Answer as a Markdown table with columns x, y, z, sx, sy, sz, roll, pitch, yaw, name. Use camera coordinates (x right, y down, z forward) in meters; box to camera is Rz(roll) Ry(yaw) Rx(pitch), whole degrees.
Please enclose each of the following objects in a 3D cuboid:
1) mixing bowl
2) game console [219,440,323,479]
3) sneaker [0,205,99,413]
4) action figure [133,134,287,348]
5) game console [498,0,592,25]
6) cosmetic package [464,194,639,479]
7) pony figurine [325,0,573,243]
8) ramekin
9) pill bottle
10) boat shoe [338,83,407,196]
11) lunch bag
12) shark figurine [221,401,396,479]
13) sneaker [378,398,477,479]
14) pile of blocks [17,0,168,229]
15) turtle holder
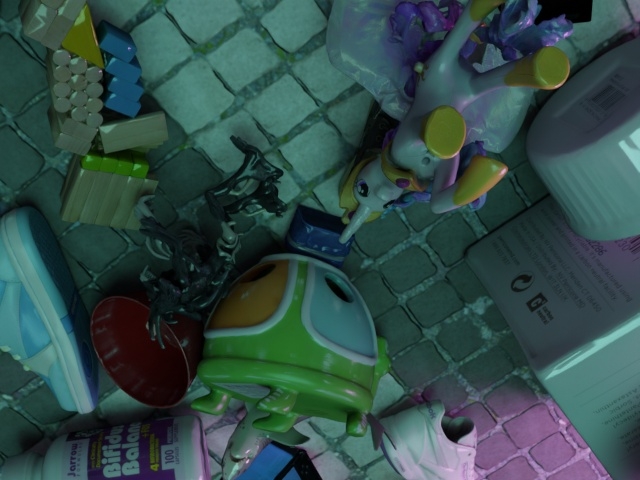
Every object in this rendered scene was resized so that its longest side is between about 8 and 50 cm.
| x | y | z | sx | sy | sz | roll | pitch | yaw | name |
| --- | --- | --- | --- | --- | --- | --- | --- | --- | --- |
| -0.233 | 0.140 | 1.206 | 0.181 | 0.098 | 0.182 | 16 | 122 | 26 | mixing bowl |
| -0.083 | 0.416 | 1.405 | 0.085 | 0.124 | 0.144 | 19 | 117 | -47 | game console |
| -0.446 | 0.121 | 1.170 | 0.208 | 0.127 | 0.319 | -16 | 109 | -3 | sneaker |
| -0.165 | 0.002 | 1.109 | 0.276 | 0.141 | 0.164 | -53 | 157 | -14 | action figure |
| 0.397 | -0.398 | 1.071 | 0.361 | 0.044 | 0.213 | -9 | 119 | -5 | game console |
| 0.477 | 0.137 | 1.203 | 0.327 | 0.329 | 0.394 | -35 | 117 | 10 | cosmetic package |
| 0.137 | -0.173 | 0.969 | 0.302 | 0.363 | 0.351 | 26 | 74 | -12 | pony figurine |
| 0.403 | -0.143 | 1.083 | 0.277 | 0.277 | 0.135 | -41 | 108 | 13 | ramekin |
| -0.327 | 0.374 | 1.294 | 0.301 | 0.169 | 0.169 | -8 | 119 | -5 | pill bottle |
| 0.092 | -0.129 | 1.147 | 0.080 | 0.073 | 0.224 | 20 | 112 | -15 | boat shoe |
| 0.000 | 0.000 | 1.205 | 0.098 | 0.067 | 0.065 | 17 | 114 | -18 | lunch bag |
| -0.025 | 0.288 | 1.340 | 0.278 | 0.166 | 0.116 | -9 | 152 | -3 | shark figurine |
| 0.226 | 0.393 | 1.421 | 0.152 | 0.114 | 0.305 | -32 | 118 | 10 | sneaker |
| -0.279 | -0.183 | 1.042 | 0.148 | 0.113 | 0.362 | -12 | 132 | -17 | pile of blocks |
| -0.010 | 0.155 | 1.186 | 0.320 | 0.243 | 0.228 | 16 | 69 | -17 | turtle holder |
